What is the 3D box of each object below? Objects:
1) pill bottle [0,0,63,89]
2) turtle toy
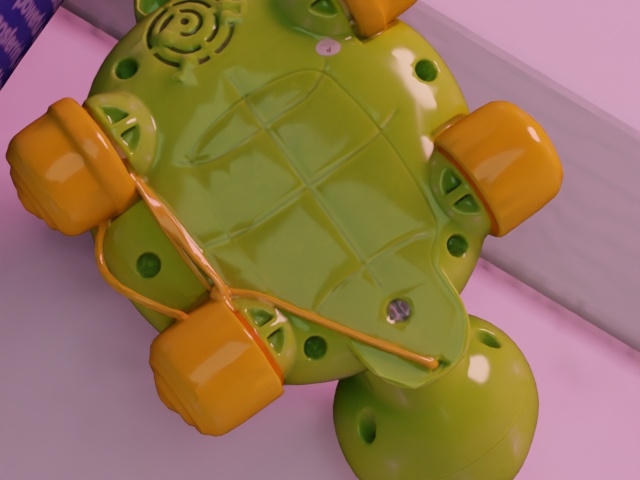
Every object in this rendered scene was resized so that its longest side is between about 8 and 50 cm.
[{"bbox_3d":[-0.098,-0.108,0.362,0.153,0.153,0.264,34,81,0],"label":"pill bottle"},{"bbox_3d":[0.000,0.000,0.400,0.095,0.066,0.130,-35,87,-9],"label":"turtle toy"}]
